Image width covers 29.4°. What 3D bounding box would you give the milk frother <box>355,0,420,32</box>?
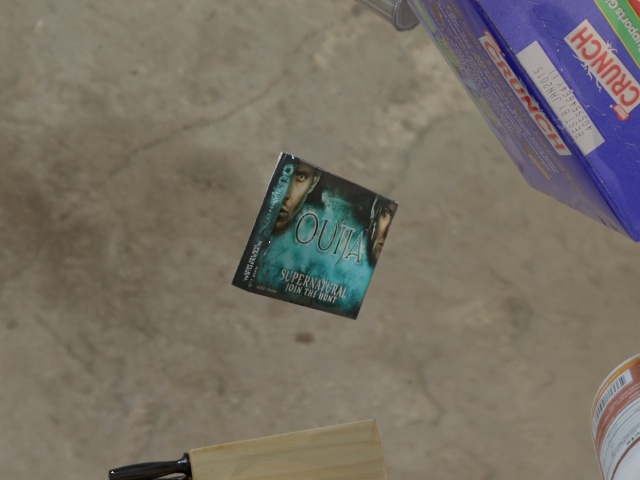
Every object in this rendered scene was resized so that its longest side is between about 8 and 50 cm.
[{"bbox_3d":[0.091,-0.337,1.464,0.135,0.129,0.143,38,101,25],"label":"milk frother"}]

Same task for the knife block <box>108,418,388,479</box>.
[{"bbox_3d":[-0.096,0.270,1.335,0.276,0.242,0.088,-26,65,31],"label":"knife block"}]

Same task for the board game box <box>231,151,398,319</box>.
[{"bbox_3d":[0.000,0.000,1.126,0.026,0.186,0.126,21,91,33],"label":"board game box"}]

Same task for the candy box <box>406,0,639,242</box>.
[{"bbox_3d":[0.186,-0.157,1.003,0.122,0.317,0.268,-35,102,3],"label":"candy box"}]

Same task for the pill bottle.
[{"bbox_3d":[0.252,0.161,0.822,0.121,0.216,0.121,2,105,6],"label":"pill bottle"}]
